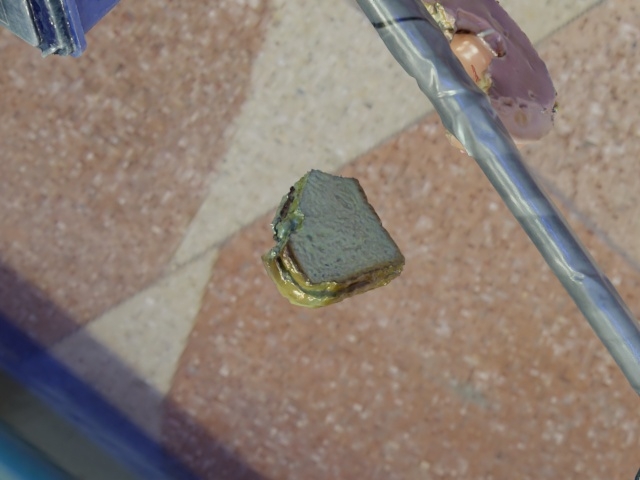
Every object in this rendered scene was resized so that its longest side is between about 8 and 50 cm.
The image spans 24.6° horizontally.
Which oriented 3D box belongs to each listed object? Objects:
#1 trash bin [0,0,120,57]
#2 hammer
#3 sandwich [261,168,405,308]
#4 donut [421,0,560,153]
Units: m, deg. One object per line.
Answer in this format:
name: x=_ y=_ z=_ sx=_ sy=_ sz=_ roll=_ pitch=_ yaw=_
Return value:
trash bin: x=-0.261 y=-0.326 z=1.539 sx=0.184 sy=0.234 sz=0.162 roll=34 pitch=153 yaw=26
hammer: x=0.090 y=-0.045 z=0.757 sx=0.044 sy=0.152 sz=0.427 roll=-37 pitch=83 yaw=22
sandwich: x=0.000 y=0.000 z=1.002 sx=0.093 sy=0.105 sz=0.036 roll=55 pitch=132 yaw=11
donut: x=0.161 y=-0.189 z=1.584 sx=0.085 sy=0.199 sz=0.233 roll=-41 pitch=68 yaw=35
